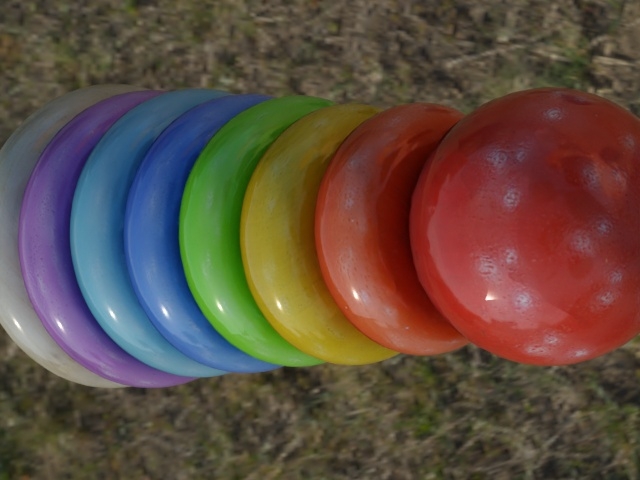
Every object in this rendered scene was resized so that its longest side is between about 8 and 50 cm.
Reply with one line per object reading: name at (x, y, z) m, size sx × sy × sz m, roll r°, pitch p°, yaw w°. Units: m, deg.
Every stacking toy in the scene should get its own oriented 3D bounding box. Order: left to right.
stacking toy at (0.000, 0.000, 0.572) m, size 0.330 × 0.141 × 0.141 m, roll 1°, pitch 93°, yaw 51°
